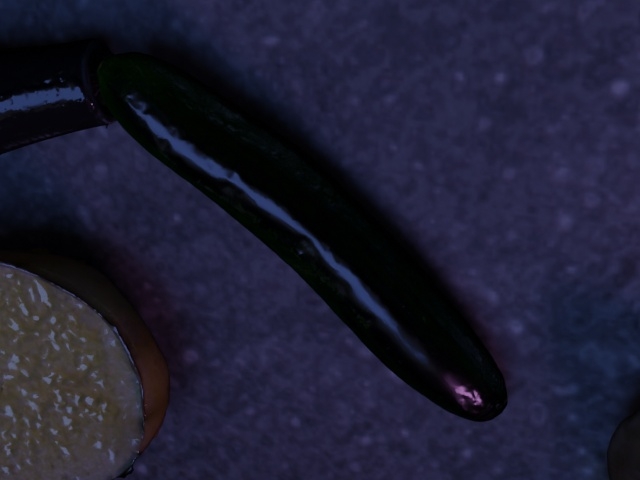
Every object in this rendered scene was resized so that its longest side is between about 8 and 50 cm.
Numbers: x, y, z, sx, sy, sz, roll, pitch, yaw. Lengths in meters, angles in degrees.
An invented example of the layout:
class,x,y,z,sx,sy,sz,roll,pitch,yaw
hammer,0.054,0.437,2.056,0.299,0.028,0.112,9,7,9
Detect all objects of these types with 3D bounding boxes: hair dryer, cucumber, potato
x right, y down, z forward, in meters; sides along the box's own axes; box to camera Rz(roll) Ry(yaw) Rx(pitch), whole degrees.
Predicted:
class,x,y,z,sx,sy,sz,roll,pitch,yaw
hair dryer,-0.241,-0.085,0.530,0.235,0.271,0.091,-8,76,14
cucumber,0.000,0.000,0.593,0.284,0.056,0.056,42,123,-11
potato,-0.182,0.073,0.683,0.200,0.081,0.164,2,110,15

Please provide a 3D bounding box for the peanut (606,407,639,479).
class,x,y,z,sx,sy,sz,roll,pitch,yaw
peanut,0.194,0.146,0.593,0.076,0.076,0.152,-15,106,26
